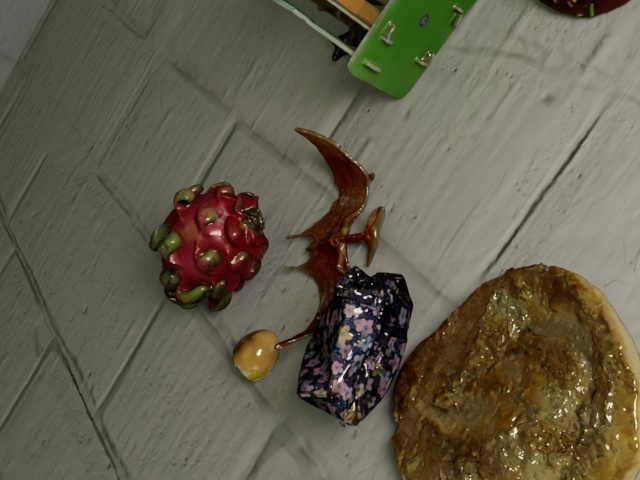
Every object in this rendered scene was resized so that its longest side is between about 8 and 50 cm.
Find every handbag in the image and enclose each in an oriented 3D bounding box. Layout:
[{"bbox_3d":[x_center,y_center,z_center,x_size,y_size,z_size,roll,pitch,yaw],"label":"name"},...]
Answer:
[{"bbox_3d":[0.052,0.135,1.142,0.126,0.229,0.208,24,86,8],"label":"handbag"}]

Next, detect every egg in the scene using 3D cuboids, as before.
[{"bbox_3d":[-0.101,0.182,1.363,0.083,0.071,0.071,-44,42,5],"label":"egg"}]

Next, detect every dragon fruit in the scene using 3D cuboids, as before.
[{"bbox_3d":[-0.187,0.021,1.463,0.198,0.273,0.219,6,62,3],"label":"dragon fruit"}]

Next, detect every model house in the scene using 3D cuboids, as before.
[{"bbox_3d":[0.039,-0.443,1.259,0.323,0.340,0.300,42,107,26],"label":"model house"}]

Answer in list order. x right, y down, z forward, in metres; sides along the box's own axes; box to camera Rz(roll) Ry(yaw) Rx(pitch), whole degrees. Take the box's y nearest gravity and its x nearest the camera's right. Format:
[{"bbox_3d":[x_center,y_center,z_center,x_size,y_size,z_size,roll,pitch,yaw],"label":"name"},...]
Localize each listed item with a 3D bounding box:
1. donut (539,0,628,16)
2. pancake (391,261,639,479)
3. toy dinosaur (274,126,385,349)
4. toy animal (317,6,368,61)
[{"bbox_3d":[0.366,-0.422,1.136,0.235,0.089,0.235,-12,70,37],"label":"donut"},{"bbox_3d":[0.222,0.204,1.006,0.356,0.065,0.356,-26,51,37],"label":"pancake"},{"bbox_3d":[-0.007,0.007,1.320,0.206,0.112,0.328,26,92,50],"label":"toy dinosaur"},{"bbox_3d":[0.079,-0.360,1.449,0.202,0.070,0.105,19,128,43],"label":"toy animal"}]
